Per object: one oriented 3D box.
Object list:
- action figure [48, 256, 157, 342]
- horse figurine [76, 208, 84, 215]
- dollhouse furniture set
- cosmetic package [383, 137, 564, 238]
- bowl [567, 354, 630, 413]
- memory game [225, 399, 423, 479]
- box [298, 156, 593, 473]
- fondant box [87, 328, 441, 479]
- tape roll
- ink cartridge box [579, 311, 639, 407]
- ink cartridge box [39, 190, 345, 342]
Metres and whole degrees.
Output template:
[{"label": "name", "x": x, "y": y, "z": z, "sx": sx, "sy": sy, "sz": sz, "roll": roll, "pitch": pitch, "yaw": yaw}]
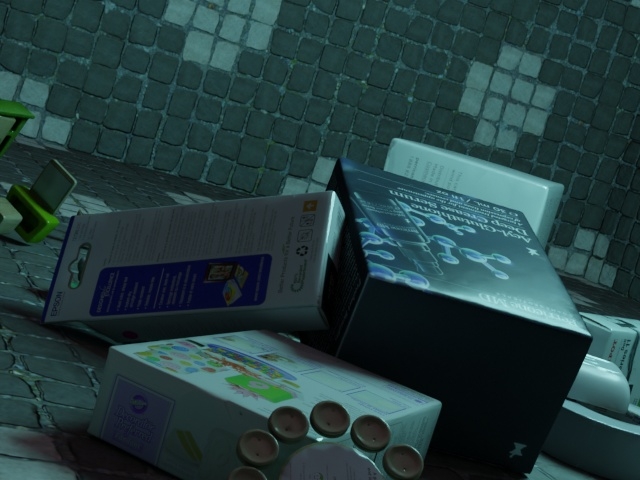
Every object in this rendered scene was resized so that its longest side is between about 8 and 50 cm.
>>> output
[{"label": "action figure", "x": -0.264, "y": 0.086, "z": 1.720, "sx": 0.137, "sy": 0.063, "sz": 0.232, "roll": 16, "pitch": 10, "yaw": -36}, {"label": "horse figurine", "x": -0.328, "y": -0.007, "z": 2.266, "sx": 0.175, "sy": 0.066, "sz": 0.263, "roll": 13, "pitch": 3, "yaw": 25}, {"label": "dollhouse furniture set", "x": -0.530, "y": -0.107, "z": 1.937, "sx": 0.197, "sy": 0.151, "sz": 0.301, "roll": 44, "pitch": 17, "yaw": 17}, {"label": "cosmetic package", "x": 0.291, "y": -0.007, "z": 2.638, "sx": 0.328, "sy": 0.329, "sz": 0.394, "roll": 18, "pitch": 6, "yaw": 14}, {"label": "bowl", "x": 0.374, "y": 0.193, "z": 1.815, "sx": 0.142, "sy": 0.053, "sz": 0.142, "roll": 18, "pitch": 5, "yaw": 5}, {"label": "memory game", "x": 0.010, "y": 0.215, "z": 1.083, "sx": 0.186, "sy": 0.012, "sz": 0.186, "roll": 8, "pitch": 47, "yaw": -9}, {"label": "box", "x": 0.140, "y": 0.086, "z": 1.680, "sx": 0.294, "sy": 0.211, "sz": 0.395, "roll": 16, "pitch": 22, "yaw": -12}, {"label": "fondant box", "x": -0.046, "y": 0.182, "z": 1.321, "sx": 0.238, "sy": 0.096, "sz": 0.330, "roll": 21, "pitch": 7, "yaw": 24}, {"label": "tape roll", "x": 0.396, "y": 0.269, "z": 1.776, "sx": 0.219, "sy": 0.072, "sz": 0.219, "roll": 17, "pitch": 6, "yaw": -2}, {"label": "ink cartridge box", "x": 0.486, "y": 0.209, "z": 2.137, "sx": 0.208, "sy": 0.153, "sz": 0.087, "roll": 8, "pitch": 12, "yaw": -45}, {"label": "ink cartridge box", "x": -0.159, "y": 0.036, "z": 1.601, "sx": 0.371, "sy": 0.175, "sz": 0.069, "roll": -3, "pitch": -37, "yaw": 16}]
